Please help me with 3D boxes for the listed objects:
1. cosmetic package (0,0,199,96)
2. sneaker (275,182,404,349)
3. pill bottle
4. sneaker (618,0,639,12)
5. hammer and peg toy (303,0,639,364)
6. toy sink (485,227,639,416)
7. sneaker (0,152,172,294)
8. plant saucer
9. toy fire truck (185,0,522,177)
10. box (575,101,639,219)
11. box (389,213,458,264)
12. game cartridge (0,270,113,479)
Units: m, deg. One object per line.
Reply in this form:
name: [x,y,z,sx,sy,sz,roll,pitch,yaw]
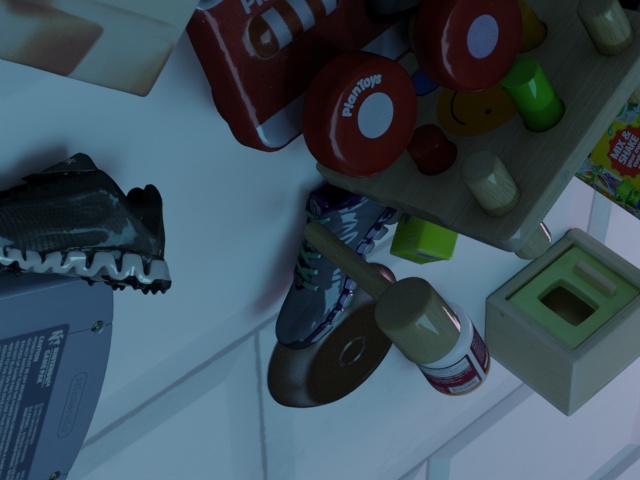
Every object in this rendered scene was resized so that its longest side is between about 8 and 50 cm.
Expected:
cosmetic package: [-0.220,-0.198,0.925,0.296,0.153,0.129,11,112,-54]
sneaker: [0.000,0.000,1.503,0.098,0.083,0.223,30,91,-40]
pill bottle: [0.150,0.124,1.793,0.086,0.086,0.152,-47,149,-8]
sneaker: [0.241,-0.188,1.562,0.350,0.131,0.148,-53,146,-12]
hammer and peg toy: [0.114,-0.086,1.343,0.361,0.266,0.127,-53,134,-13]
toy sink: [0.351,0.087,1.950,0.234,0.153,0.131,-35,145,-23]
sneaker: [-0.221,-0.021,1.184,0.234,0.078,0.106,10,82,-36]
plant saucer: [0.026,0.117,1.676,0.199,0.036,0.198,-32,144,-27]
toy fire truck: [0.016,-0.217,1.221,0.302,0.169,0.254,-39,128,-21]
box: [0.448,-0.160,1.698,0.177,0.279,0.290,-1,122,-52]
box: [0.126,-0.067,1.513,0.109,0.042,0.178,164,-57,-78]
game cartridge: [-0.282,0.146,1.295,0.198,0.062,0.297,-17,135,-49]
